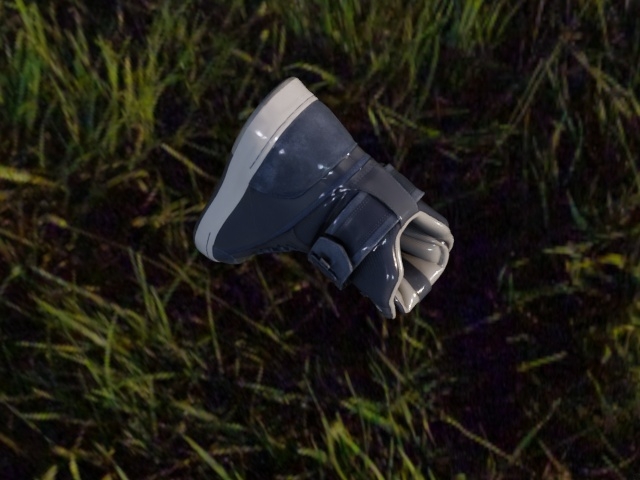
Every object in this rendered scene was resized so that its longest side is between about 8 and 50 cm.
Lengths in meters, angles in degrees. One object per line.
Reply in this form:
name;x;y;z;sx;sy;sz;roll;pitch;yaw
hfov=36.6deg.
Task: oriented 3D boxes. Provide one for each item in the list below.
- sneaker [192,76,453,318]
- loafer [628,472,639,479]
sneaker;-0.001;0.001;0.702;0.163;0.226;0.086;39;63;1
loafer;0.250;0.239;0.726;0.080;0.220;0.078;35;80;30
